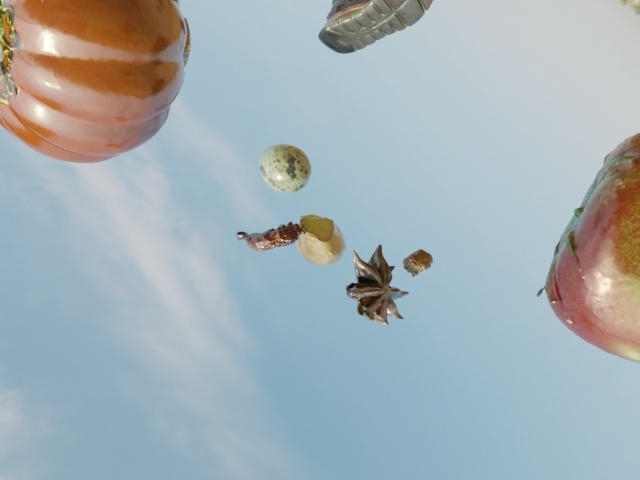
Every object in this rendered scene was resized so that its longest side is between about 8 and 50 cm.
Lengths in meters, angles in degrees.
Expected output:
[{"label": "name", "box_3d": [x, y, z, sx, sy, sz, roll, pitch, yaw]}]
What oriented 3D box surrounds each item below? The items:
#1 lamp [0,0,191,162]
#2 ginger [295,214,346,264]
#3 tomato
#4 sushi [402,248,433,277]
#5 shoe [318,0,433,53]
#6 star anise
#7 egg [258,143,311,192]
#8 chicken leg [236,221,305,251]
[{"label": "lamp", "box_3d": [-0.213, -0.178, 0.504, 0.197, 0.223, 0.223, -16, -115, -44]}, {"label": "ginger", "box_3d": [0.000, 0.000, 1.662, 0.138, 0.267, 0.152, -17, -96, -7]}, {"label": "tomato", "box_3d": [0.436, 0.016, 0.734, 0.239, 0.303, 0.303, 27, -149, 17]}, {"label": "sushi", "box_3d": [0.213, 0.050, 1.290, 0.052, 0.120, 0.055, 45, -101, 2]}, {"label": "shoe", "box_3d": [0.118, -0.492, 1.170, 0.114, 0.291, 0.137, 26, -120, -38]}, {"label": "star anise", "box_3d": [0.116, 0.096, 1.242, 0.205, 0.061, 0.180, -22, -82, -51]}, {"label": "egg", "box_3d": [-0.101, -0.201, 1.588, 0.132, 0.132, 0.172, 0, -156, -46]}, {"label": "chicken leg", "box_3d": [-0.133, -0.006, 1.474, 0.048, 0.219, 0.089, 65, -148, -24]}]
